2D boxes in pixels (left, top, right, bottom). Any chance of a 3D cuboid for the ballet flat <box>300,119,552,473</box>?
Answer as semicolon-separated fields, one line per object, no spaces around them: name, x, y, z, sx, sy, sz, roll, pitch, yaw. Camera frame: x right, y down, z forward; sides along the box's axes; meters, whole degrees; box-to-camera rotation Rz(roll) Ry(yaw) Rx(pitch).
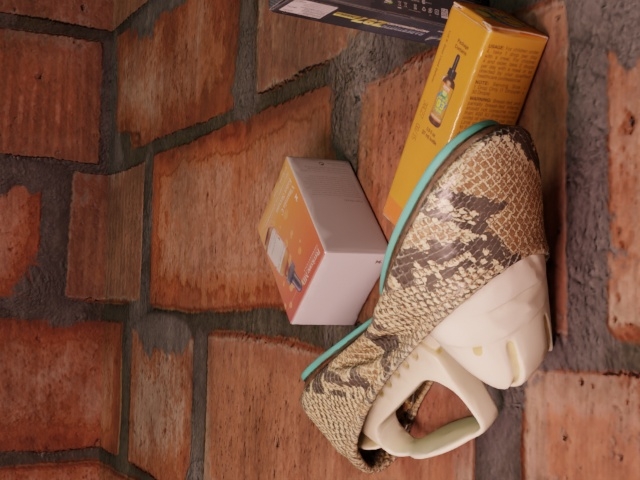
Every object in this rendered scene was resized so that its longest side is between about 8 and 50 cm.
ballet flat;0.117;0.095;0.948;0.182;0.164;0.483;55;145;20

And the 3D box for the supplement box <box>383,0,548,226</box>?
supplement box;0.139;-0.108;0.974;0.078;0.080;0.233;54;136;50

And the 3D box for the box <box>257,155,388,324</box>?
box;0.000;0.000;1.226;0.130;0.091;0.170;-65;34;38

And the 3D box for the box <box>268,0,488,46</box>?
box;0.060;-0.299;0.974;0.059;0.232;0.183;-12;77;57
